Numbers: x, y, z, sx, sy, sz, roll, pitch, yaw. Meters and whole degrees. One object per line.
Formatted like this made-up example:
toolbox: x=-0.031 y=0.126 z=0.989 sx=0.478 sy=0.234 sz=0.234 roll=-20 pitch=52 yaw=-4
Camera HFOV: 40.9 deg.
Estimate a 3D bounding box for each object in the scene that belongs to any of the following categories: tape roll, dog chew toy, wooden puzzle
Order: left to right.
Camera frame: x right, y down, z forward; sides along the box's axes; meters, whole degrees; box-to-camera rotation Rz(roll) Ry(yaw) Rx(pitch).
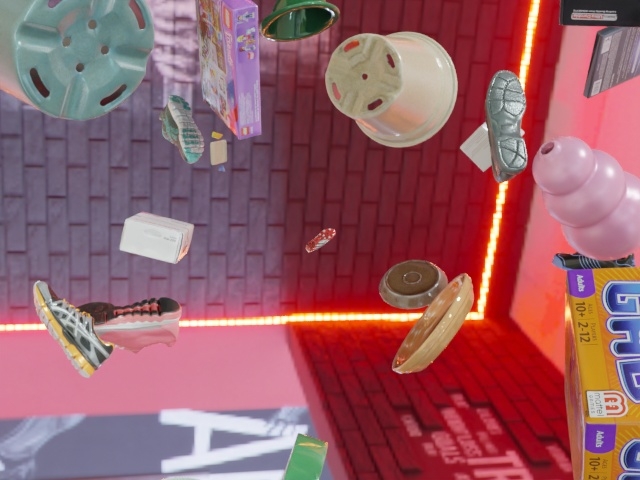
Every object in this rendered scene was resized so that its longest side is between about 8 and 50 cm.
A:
wooden puzzle: x=-0.301 y=-0.261 z=2.525 sx=0.078 sy=0.014 sz=0.116 roll=-10 pitch=104 yaw=-61
tape roll: x=-0.068 y=0.601 z=1.943 sx=0.321 sy=0.077 sz=0.321 roll=19 pitch=90 yaw=-89
dog chew toy: x=0.576 y=-0.101 z=1.854 sx=0.207 sy=0.332 sz=0.206 roll=-34 pitch=-145 yaw=28

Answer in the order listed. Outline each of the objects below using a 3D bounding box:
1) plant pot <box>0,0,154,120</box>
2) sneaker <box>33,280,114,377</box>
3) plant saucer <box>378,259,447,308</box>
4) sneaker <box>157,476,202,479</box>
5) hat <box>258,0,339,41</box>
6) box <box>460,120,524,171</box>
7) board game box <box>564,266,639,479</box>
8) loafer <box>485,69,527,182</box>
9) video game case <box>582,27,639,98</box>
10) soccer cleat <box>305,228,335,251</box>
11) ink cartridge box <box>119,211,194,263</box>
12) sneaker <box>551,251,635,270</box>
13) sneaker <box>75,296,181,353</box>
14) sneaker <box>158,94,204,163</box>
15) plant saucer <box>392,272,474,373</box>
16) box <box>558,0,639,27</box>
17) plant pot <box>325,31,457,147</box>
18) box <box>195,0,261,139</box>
plant pot: x=-0.479 y=-0.377 z=1.458 sx=0.334 sy=0.341 sz=0.341 roll=34 pitch=-49 yaw=35
sneaker: x=-0.492 y=0.165 z=1.699 sx=0.215 sy=0.083 sz=0.084 roll=54 pitch=-23 yaw=1
plant saucer: x=0.223 y=0.099 z=2.084 sx=0.168 sy=0.168 sz=0.029 roll=-107 pitch=-178 yaw=-52
sneaker: x=-0.114 y=0.376 z=1.199 sx=0.151 sy=0.256 sz=0.094 roll=-37 pitch=-142 yaw=45
hat: x=-0.054 y=-0.559 z=1.869 sx=0.208 sy=0.173 sz=0.183 roll=-19 pitch=-102 yaw=35
box: x=0.417 y=-0.243 z=2.085 sx=0.087 sy=0.101 sz=0.102 roll=46 pitch=-36 yaw=4
board game box: x=0.635 y=0.293 z=1.538 sx=0.356 sy=0.356 sz=0.356 roll=-79 pitch=162 yaw=-48
loafer: x=0.408 y=-0.257 z=1.943 sx=0.084 sy=0.096 sz=0.267 roll=120 pitch=-25 yaw=-62
video game case: x=0.767 y=-0.469 z=2.080 sx=0.026 sy=0.274 sz=0.196 roll=54 pitch=-18 yaw=35
soccer cleat: x=0.000 y=0.000 z=2.049 sx=0.029 sy=0.083 sz=0.035 roll=51 pitch=-11 yaw=13
ink cartridge box: x=-0.440 y=-0.010 z=2.332 sx=0.218 sy=0.159 sz=0.092 roll=-102 pitch=-154 yaw=-85
sneaker: x=0.766 y=0.053 z=2.406 sx=0.232 sy=0.081 sz=0.090 roll=15 pitch=-72 yaw=32
sneaker: x=-0.513 y=0.237 z=2.211 sx=0.116 sy=0.314 sz=0.136 roll=-113 pitch=-159 yaw=-65
sneaker: x=-0.306 y=-0.231 z=1.867 sx=0.076 sy=0.065 sz=0.166 roll=-37 pitch=-119 yaw=36
plant saucer: x=0.191 y=0.143 z=1.419 sx=0.200 sy=0.037 sz=0.200 roll=-53 pitch=180 yaw=0
box: x=0.587 y=-0.516 z=1.538 sx=0.293 sy=0.296 sz=0.073 roll=78 pitch=24 yaw=-49
plant pot: x=0.175 y=-0.432 z=2.362 sx=0.305 sy=0.334 sz=0.333 roll=-5 pitch=96 yaw=-65
box: x=-0.194 y=-0.386 z=1.801 sx=0.201 sy=0.057 sz=0.293 roll=49 pitch=-32 yaw=43
